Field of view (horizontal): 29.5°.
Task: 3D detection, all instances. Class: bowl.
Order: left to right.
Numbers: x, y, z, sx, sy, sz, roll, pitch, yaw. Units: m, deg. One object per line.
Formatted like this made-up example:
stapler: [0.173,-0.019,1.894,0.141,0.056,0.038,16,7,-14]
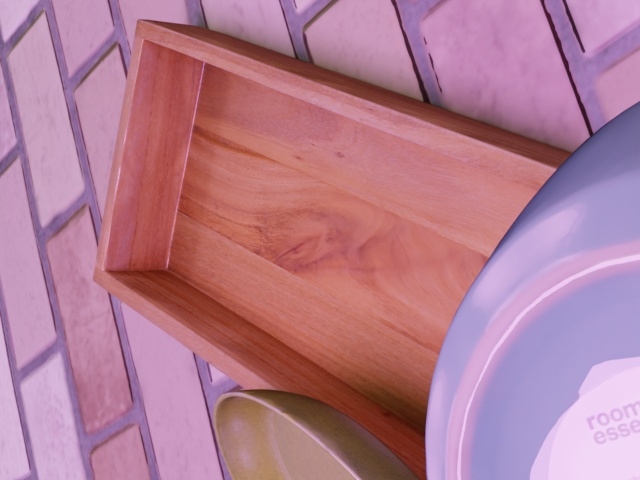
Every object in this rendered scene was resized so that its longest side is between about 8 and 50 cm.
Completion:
bowl: [0.164,0.082,0.455,0.311,0.163,0.311,4,97,34]

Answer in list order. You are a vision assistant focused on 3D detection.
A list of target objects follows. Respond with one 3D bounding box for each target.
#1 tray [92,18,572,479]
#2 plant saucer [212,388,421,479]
tray: [0.000,0.000,0.771,0.411,0.076,0.202,28,111,47]
plant saucer: [0.028,0.175,0.690,0.241,0.037,0.241,43,154,26]
